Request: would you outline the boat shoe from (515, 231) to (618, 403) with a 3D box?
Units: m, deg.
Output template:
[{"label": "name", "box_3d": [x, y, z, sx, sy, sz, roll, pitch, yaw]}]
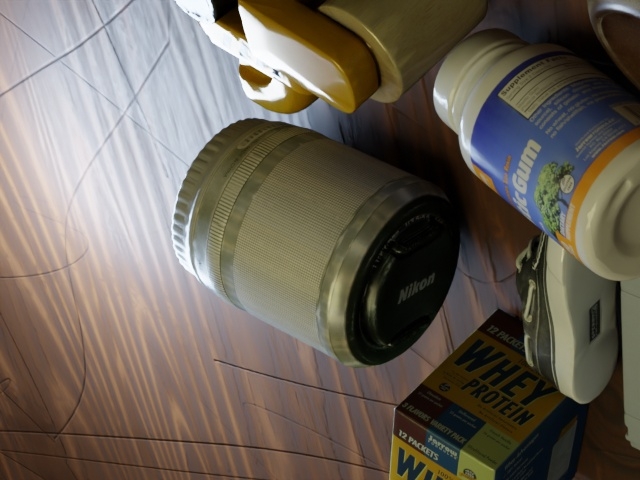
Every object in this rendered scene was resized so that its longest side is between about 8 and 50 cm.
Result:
[{"label": "boat shoe", "box_3d": [0.249, 0.036, 1.956, 0.102, 0.108, 0.301, 29, 145, 34]}]

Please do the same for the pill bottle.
[{"label": "pill bottle", "box_3d": [0.226, -0.092, 1.770, 0.272, 0.152, 0.152, 43, 151, 44]}]

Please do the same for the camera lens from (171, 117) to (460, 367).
[{"label": "camera lens", "box_3d": [0.000, 0.000, 2.099, 0.274, 0.219, 0.219, 26, 140, 32]}]

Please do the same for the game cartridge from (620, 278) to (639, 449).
[{"label": "game cartridge", "box_3d": [0.400, 0.136, 1.918, 0.198, 0.062, 0.297, 20, 137, 31]}]

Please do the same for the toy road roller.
[{"label": "toy road roller", "box_3d": [0.011, -0.225, 1.896, 0.329, 0.202, 0.240, 33, 156, 32]}]

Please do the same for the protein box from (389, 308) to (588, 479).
[{"label": "protein box", "box_3d": [0.190, 0.228, 2.118, 0.136, 0.200, 0.201, 30, 142, 26]}]

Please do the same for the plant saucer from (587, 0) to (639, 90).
[{"label": "plant saucer", "box_3d": [0.337, -0.134, 1.595, 0.310, 0.050, 0.310, 40, 177, 3]}]
